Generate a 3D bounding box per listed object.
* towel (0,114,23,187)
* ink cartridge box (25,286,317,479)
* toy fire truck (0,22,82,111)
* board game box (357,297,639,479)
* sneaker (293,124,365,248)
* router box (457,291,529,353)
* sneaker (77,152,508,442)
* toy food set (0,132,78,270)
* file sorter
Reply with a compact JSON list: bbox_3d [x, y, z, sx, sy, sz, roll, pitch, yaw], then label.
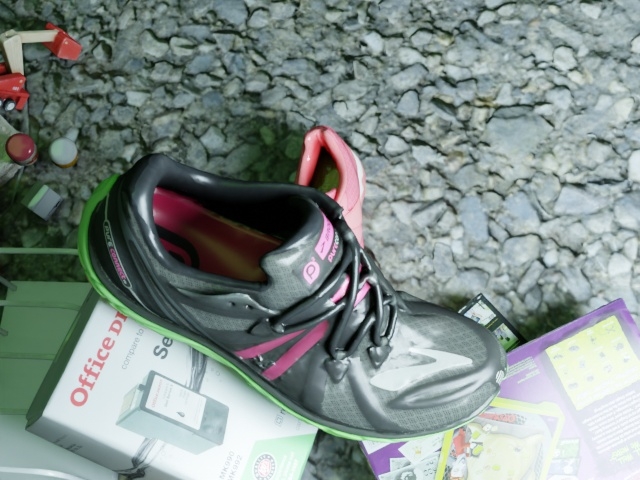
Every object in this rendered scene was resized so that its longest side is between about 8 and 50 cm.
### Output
[{"bbox_3d":[-0.572,-0.092,1.332,0.187,0.049,0.282,40,81,21],"label":"towel"},{"bbox_3d":[-0.151,0.171,1.032,0.289,0.121,0.211,28,62,-15],"label":"ink cartridge box"},{"bbox_3d":[-0.451,-0.257,1.326,0.047,0.192,0.135,41,109,22],"label":"toy fire truck"},{"bbox_3d":[0.235,0.232,1.035,0.346,0.056,0.208,-25,77,-4],"label":"board game box"},{"bbox_3d":[-0.001,0.000,1.151,0.115,0.136,0.314,-6,69,8],"label":"sneaker"},{"bbox_3d":[0.172,0.171,1.104,0.179,0.046,0.133,-40,70,-6],"label":"router box"},{"bbox_3d":[-0.014,0.064,0.930,0.482,0.202,0.185,23,59,-12],"label":"sneaker"},{"bbox_3d":[-0.428,-0.061,1.244,0.111,0.104,0.232,37,81,-5],"label":"toy food set"},{"bbox_3d":[-0.355,0.163,1.130,0.192,0.173,0.278,1,70,11],"label":"file sorter"}]
